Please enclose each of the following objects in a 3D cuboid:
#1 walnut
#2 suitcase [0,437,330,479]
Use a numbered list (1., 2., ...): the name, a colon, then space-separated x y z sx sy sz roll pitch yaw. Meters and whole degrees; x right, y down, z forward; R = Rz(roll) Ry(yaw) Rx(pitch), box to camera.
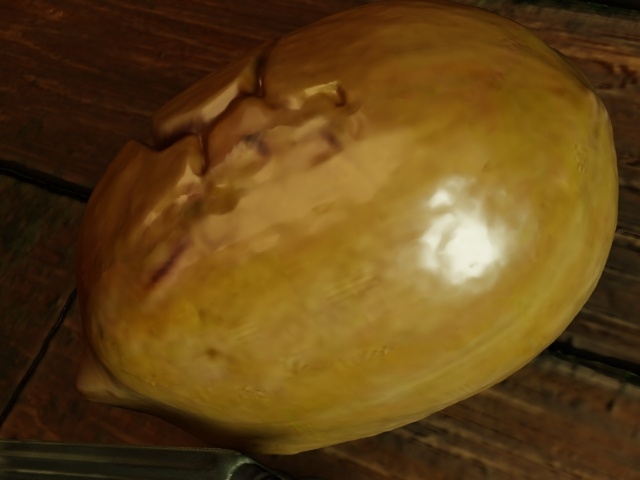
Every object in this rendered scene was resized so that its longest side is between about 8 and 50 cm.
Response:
1. walnut: 0.000 0.000 0.756 0.298 0.203 0.203 -29 48 9
2. suitcase: -0.116 0.199 0.762 0.312 0.128 0.202 -2 61 37
